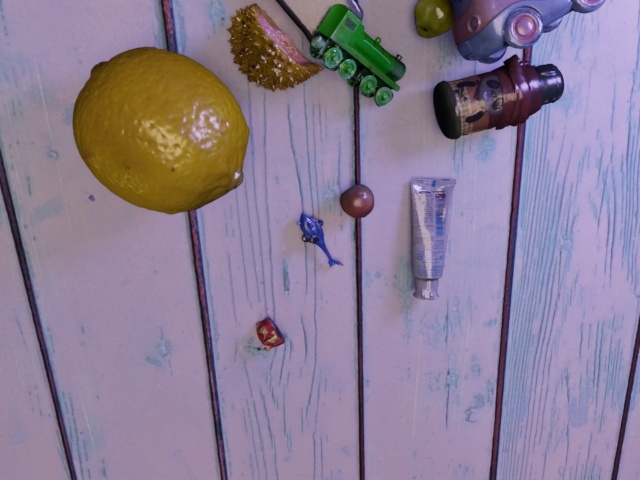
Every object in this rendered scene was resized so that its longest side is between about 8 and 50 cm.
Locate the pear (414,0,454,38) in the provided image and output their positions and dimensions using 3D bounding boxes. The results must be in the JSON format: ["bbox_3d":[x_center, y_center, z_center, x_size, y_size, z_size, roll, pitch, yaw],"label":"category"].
[{"bbox_3d":[0.246,-0.477,1.188,0.092,0.092,0.096,22,105,-13],"label":"pear"}]

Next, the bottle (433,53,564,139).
[{"bbox_3d":[0.394,-0.324,1.231,0.272,0.143,0.156,-15,136,2],"label":"bottle"}]

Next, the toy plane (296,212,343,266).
[{"bbox_3d":[0.000,0.000,1.351,0.062,0.054,0.167,-39,111,-20],"label":"toy plane"}]

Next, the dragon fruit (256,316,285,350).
[{"bbox_3d":[-0.129,0.244,1.413,0.056,0.060,0.083,-28,112,0],"label":"dragon fruit"}]

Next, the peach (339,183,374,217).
[{"bbox_3d":[0.087,-0.091,1.308,0.083,0.083,0.083,-2,110,-6],"label":"peach"}]

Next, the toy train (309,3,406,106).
[{"bbox_3d":[0.086,-0.379,1.166,0.251,0.085,0.119,21,109,-44],"label":"toy train"}]

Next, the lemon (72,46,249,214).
[{"bbox_3d":[-0.312,-0.212,1.106,0.337,0.336,0.335,-2,110,-6],"label":"lemon"}]

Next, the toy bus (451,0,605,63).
[{"bbox_3d":[0.378,-0.495,1.077,0.294,0.197,0.231,-28,99,3],"label":"toy bus"}]

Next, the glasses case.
[{"bbox_3d":[-0.052,-0.542,1.136,0.131,0.074,0.323,-40,109,7],"label":"glasses case"}]

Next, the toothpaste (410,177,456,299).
[{"bbox_3d":[0.269,-0.005,1.373,0.114,0.073,0.298,0,102,-6],"label":"toothpaste"}]

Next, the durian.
[{"bbox_3d":[-0.104,-0.396,1.178,0.132,0.165,0.182,-60,138,-26],"label":"durian"}]
